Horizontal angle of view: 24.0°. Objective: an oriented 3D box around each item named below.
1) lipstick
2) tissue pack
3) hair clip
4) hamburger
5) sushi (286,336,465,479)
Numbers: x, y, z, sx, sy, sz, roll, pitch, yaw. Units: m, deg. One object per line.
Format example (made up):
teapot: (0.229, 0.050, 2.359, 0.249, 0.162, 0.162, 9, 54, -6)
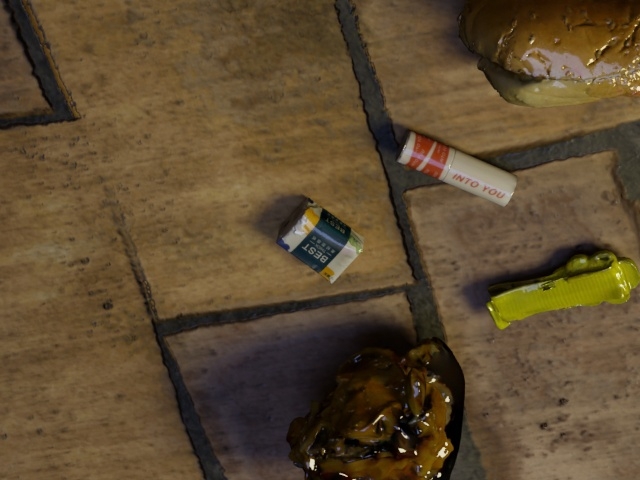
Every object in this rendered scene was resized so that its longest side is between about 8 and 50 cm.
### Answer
lipstick: (0.148, -0.079, 1.644, 0.130, 0.038, 0.038, 22, 122, -6)
tissue pack: (0.000, 0.000, 1.712, 0.083, 0.042, 0.062, 36, 117, -14)
hair clip: (0.277, 0.057, 1.704, 0.173, 0.046, 0.072, -20, 120, 21)
hamburger: (0.269, -0.201, 1.499, 0.262, 0.131, 0.124, -6, 121, 6)
sushi: (0.070, 0.222, 1.751, 0.213, 0.200, 0.204, -13, 112, 9)
